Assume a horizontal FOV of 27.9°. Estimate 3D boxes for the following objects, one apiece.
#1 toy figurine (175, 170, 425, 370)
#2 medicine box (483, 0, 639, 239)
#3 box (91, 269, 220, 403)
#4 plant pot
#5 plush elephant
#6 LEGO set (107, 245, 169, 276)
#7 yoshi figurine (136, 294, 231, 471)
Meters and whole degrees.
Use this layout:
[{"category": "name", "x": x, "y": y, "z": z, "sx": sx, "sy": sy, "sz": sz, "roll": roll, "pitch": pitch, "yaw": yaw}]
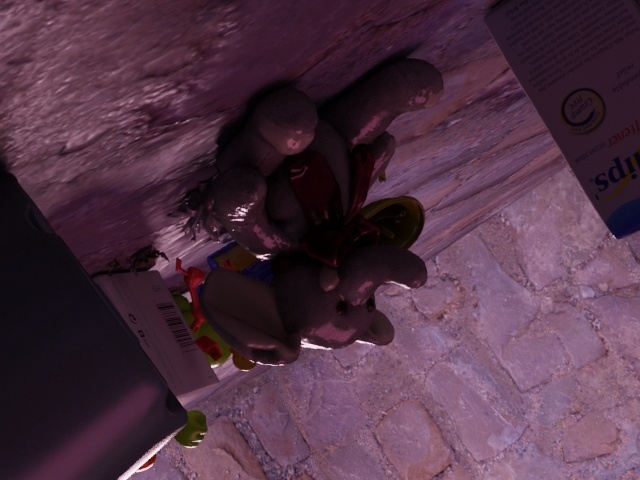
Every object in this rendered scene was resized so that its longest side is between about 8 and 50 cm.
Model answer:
[{"category": "toy figurine", "x": -0.065, "y": -0.001, "z": 1.760, "sx": 0.363, "sy": 0.191, "sz": 0.217, "roll": -35, "pitch": -156, "yaw": -18}, {"category": "medicine box", "x": 0.349, "y": -0.165, "z": 1.455, "sx": 0.149, "sy": 0.289, "sz": 0.263, "roll": -33, "pitch": 172, "yaw": 24}, {"category": "box", "x": -0.247, "y": 0.143, "z": 1.650, "sx": 0.119, "sy": 0.181, "sz": 0.182, "roll": -32, "pitch": 172, "yaw": 15}, {"category": "plant pot", "x": -0.307, "y": 0.140, "z": 0.999, "sx": 0.334, "sy": 0.341, "sz": 0.341, "roll": -36, "pitch": 173, "yaw": -11}, {"category": "plush elephant", "x": 0.000, "y": 0.000, "z": 1.363, "sx": 0.330, "sy": 0.255, "sz": 0.272, "roll": -35, "pitch": 170, "yaw": 36}, {"category": "LEGO set", "x": -0.224, "y": 0.023, "z": 1.581, "sx": 0.054, "sy": 0.023, "sz": 0.083, "roll": -37, "pitch": 157, "yaw": 29}, {"category": "yoshi figurine", "x": -0.245, "y": 0.219, "z": 2.100, "sx": 0.362, "sy": 0.204, "sz": 0.203, "roll": -57, "pitch": -179, "yaw": 41}]
